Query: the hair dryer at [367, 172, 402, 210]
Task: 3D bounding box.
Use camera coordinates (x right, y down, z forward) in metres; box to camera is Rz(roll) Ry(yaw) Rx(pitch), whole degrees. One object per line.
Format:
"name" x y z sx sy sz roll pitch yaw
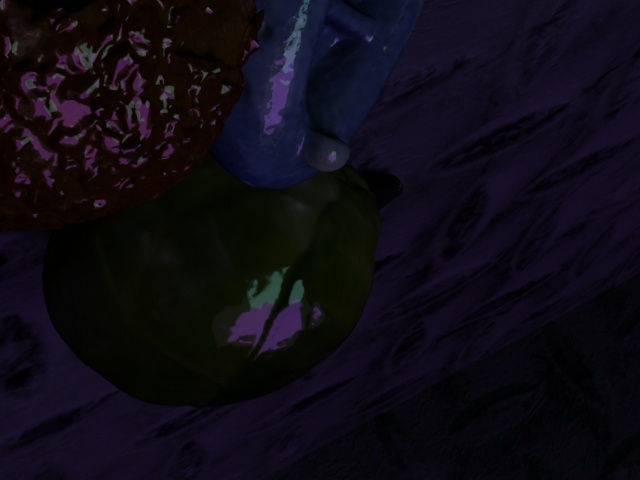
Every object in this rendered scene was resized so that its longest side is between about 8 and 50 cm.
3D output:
"hair dryer" 0.000 0.000 1.498 0.195 0.075 0.219 -31 170 -31

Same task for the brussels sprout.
"brussels sprout" -0.086 0.014 1.104 0.355 0.281 0.289 -21 157 -51

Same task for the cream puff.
"cream puff" -0.152 -0.124 0.728 0.303 0.212 0.303 -53 -178 2

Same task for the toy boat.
"toy boat" 0.018 -0.188 0.908 0.330 0.123 0.215 -61 154 6
